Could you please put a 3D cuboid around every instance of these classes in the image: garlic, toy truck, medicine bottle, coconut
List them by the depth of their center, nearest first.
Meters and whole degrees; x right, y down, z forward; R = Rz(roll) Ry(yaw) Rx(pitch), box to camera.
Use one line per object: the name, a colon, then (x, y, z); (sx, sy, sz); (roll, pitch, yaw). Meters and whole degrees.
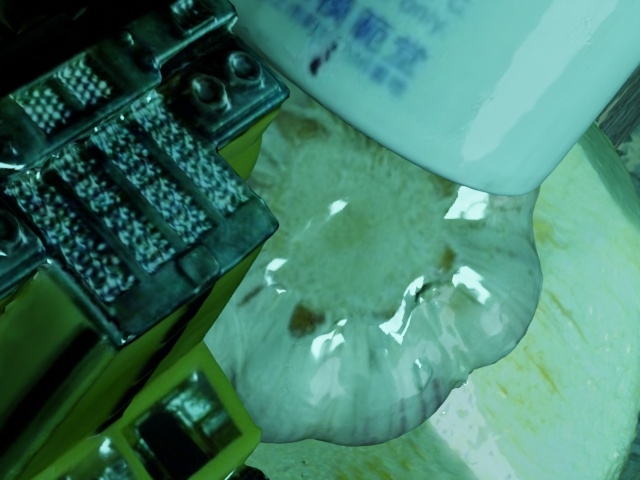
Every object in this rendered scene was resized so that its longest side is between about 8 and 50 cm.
toy truck: (-0.088, 0.054, 0.443); (0.127, 0.127, 0.257); (-38, 168, -43)
medicine bottle: (0.105, -0.179, 0.473); (0.341, 0.130, 0.130); (-54, 171, 19)
garlic: (0.000, 0.000, 0.666); (0.159, 0.147, 0.102); (-18, 177, -14)
coconut: (0.034, 0.029, 0.822); (0.237, 0.237, 0.197); (-47, -148, -20)
